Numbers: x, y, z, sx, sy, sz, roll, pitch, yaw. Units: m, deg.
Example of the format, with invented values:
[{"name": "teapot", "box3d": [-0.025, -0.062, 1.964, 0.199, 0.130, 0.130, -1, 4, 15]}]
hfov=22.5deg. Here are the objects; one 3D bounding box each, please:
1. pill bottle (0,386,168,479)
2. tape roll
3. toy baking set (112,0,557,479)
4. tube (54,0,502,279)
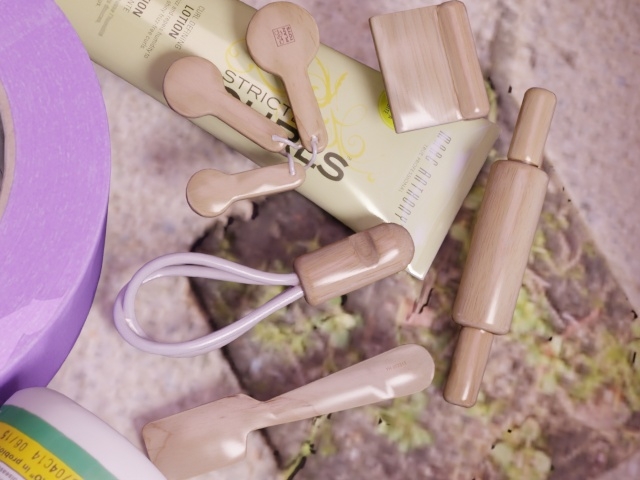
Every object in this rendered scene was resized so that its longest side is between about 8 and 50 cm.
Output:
[{"name": "pill bottle", "box3d": [-0.151, 0.170, 0.660, 0.117, 0.117, 0.208, 40, 68, 8]}, {"name": "tape roll", "box3d": [-0.235, -0.023, 0.741, 0.275, 0.090, 0.274, 4, 68, -9]}, {"name": "toy baking set", "box3d": [0.007, 0.000, 0.786, 0.197, 0.030, 0.256, 12, 85, -5]}, {"name": "tube", "box3d": [-0.030, -0.079, 0.816, 0.240, 0.070, 0.062, 31, 27, -3]}]
